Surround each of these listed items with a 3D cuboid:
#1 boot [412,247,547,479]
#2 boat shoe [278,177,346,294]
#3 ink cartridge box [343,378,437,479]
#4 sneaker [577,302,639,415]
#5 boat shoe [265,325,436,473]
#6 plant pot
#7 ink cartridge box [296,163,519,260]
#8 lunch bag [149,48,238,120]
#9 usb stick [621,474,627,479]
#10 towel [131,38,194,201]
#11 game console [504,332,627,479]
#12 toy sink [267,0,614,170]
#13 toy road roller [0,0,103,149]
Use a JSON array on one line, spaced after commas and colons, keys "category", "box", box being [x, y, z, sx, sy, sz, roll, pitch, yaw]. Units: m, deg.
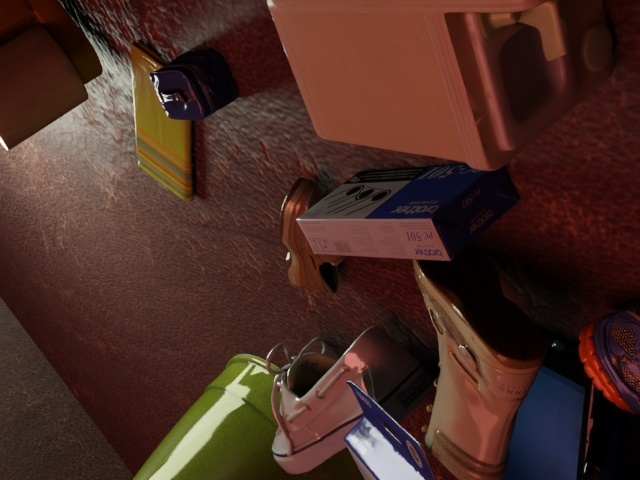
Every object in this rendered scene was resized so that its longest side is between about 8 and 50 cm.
[{"category": "boot", "box": [0.129, 0.110, 0.879, 0.213, 0.077, 0.165, -119, 30, -56]}, {"category": "boat shoe", "box": [0.000, 0.000, 1.079, 0.072, 0.068, 0.190, 27, 155, 19]}, {"category": "ink cartridge box", "box": [0.093, 0.276, 0.992, 0.224, 0.045, 0.223, 63, 169, -15]}, {"category": "sneaker", "box": [0.308, 0.137, 0.755, 0.221, 0.083, 0.087, 43, 139, 5]}, {"category": "boat shoe", "box": [-0.003, 0.192, 1.222, 0.156, 0.136, 0.367, 50, 149, 3]}, {"category": "plant pot", "box": [-0.151, 0.430, 1.491, 0.366, 0.353, 0.366, 36, 148, 27]}, {"category": "ink cartridge box", "box": [0.075, -0.027, 0.885, 0.207, 0.097, 0.046, 2, 125, 56]}, {"category": "lunch bag", "box": [-0.146, -0.174, 1.077, 0.098, 0.065, 0.067, 9, 131, 53]}, {"category": "usb stick", "box": [0.322, 0.348, 1.015, 0.077, 0.045, 0.278, 13, 134, 49]}, {"category": "towel", "box": [-0.204, -0.151, 1.243, 0.102, 0.021, 0.237, 36, 148, 17]}, {"category": "game console", "box": [0.192, 0.250, 0.897, 0.173, 0.250, 0.293, 6, 115, 21]}, {"category": "toy sink", "box": [0.106, -0.141, 0.646, 0.234, 0.153, 0.131, 14, 135, 48]}, {"category": "toy road roller", "box": [-0.458, -0.257, 1.317, 0.329, 0.202, 0.240, 50, 165, 14]}]
